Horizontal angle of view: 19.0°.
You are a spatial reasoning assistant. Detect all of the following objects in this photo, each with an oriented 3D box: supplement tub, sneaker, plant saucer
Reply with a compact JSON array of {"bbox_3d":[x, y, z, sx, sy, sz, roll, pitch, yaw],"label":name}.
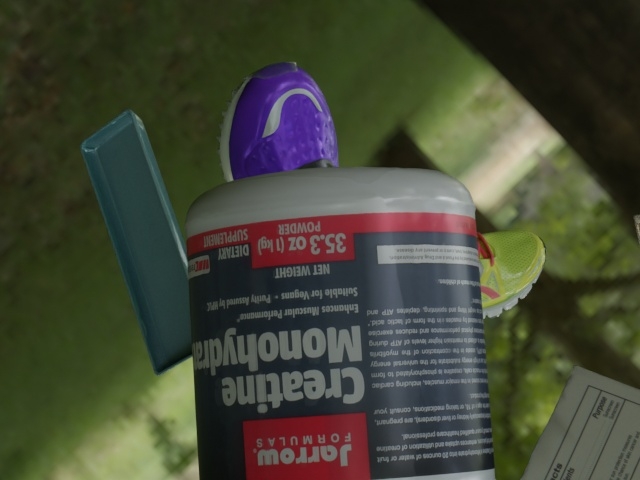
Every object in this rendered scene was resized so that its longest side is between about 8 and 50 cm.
[{"bbox_3d":[0.013,0.097,1.236,0.191,0.272,0.191,-4,174,0],"label":"supplement tub"},{"bbox_3d":[0.001,0.000,1.574,0.102,0.293,0.146,-21,-149,-29],"label":"sneaker"},{"bbox_3d":[0.105,0.020,1.700,0.208,0.081,0.094,-14,136,-14],"label":"sneaker"},{"bbox_3d":[-0.128,0.001,1.432,0.018,0.192,0.067,-7,163,-48],"label":"plant saucer"}]

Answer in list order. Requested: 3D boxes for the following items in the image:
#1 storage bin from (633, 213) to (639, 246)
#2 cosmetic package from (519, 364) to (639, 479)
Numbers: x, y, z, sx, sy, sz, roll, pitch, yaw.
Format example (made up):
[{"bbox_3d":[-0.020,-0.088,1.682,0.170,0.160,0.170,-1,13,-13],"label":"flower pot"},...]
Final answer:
[{"bbox_3d":[0.436,0.075,1.638,0.262,0.260,0.123,-13,179,27],"label":"storage bin"},{"bbox_3d":[0.295,0.230,1.392,0.160,0.309,0.113,-58,160,-33],"label":"cosmetic package"}]
